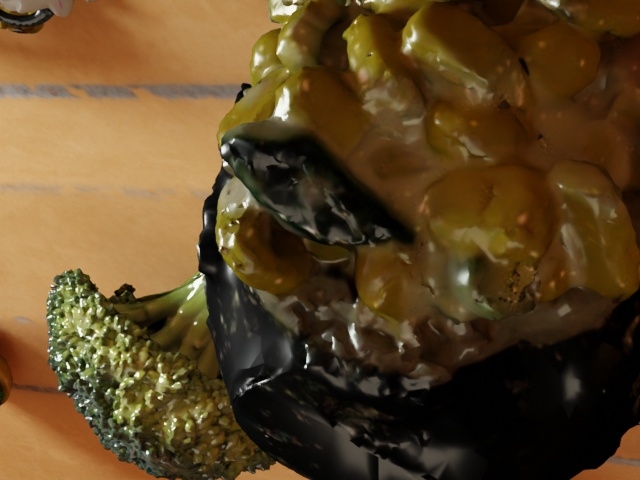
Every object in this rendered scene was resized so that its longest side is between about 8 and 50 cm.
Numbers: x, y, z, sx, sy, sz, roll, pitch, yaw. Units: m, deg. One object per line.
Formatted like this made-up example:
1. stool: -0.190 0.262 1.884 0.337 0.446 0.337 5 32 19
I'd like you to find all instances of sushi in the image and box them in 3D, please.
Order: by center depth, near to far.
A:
1. sushi: 0.071 -0.025 1.230 0.328 0.329 0.285 22 155 18

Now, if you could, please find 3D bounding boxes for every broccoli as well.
1. broccoli: -0.135 0.113 1.742 0.176 0.226 0.198 -22 174 11

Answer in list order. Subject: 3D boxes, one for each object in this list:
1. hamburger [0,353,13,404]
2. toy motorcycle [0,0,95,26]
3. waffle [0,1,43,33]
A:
1. hamburger: -0.398 0.145 2.038 0.162 0.115 0.162 21 149 13
2. toy motorcycle: -0.194 -0.242 1.334 0.150 0.102 0.221 -7 129 16
3. waffle: -0.300 -0.244 1.473 0.231 0.051 0.229 14 142 23
